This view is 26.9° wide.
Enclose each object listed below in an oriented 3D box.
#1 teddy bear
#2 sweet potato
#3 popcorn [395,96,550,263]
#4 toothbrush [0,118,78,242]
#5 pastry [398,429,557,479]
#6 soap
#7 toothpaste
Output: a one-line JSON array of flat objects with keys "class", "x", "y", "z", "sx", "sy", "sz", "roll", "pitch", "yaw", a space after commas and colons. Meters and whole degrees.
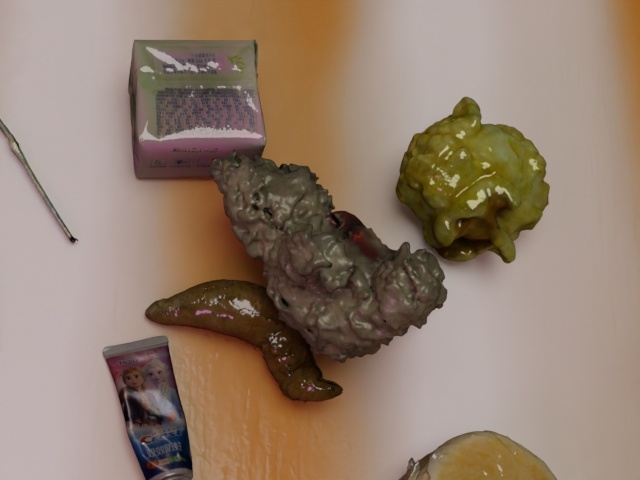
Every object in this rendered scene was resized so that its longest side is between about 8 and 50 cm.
[{"class": "teddy bear", "x": 0.000, "y": 0.000, "z": 1.908, "sx": 0.224, "sy": 0.357, "sz": 0.367, "roll": -38, "pitch": 86, "yaw": 2}, {"class": "sweet potato", "x": -0.095, "y": 0.131, "z": 1.950, "sx": 0.310, "sy": 0.098, "sz": 0.124, "roll": 30, "pitch": 71, "yaw": 3}, {"class": "popcorn", "x": 0.238, "y": -0.093, "z": 2.081, "sx": 0.256, "sy": 0.195, "sz": 0.255, "roll": 13, "pitch": 69, "yaw": -30}, {"class": "toothbrush", "x": -0.444, "y": -0.115, "z": 1.998, "sx": 0.028, "sy": 0.026, "sz": 0.294, "roll": -37, "pitch": 80, "yaw": -6}, {"class": "pastry", "x": 0.233, "y": 0.392, "z": 1.901, "sx": 0.264, "sy": 0.133, "sz": 0.265, "roll": 6, "pitch": 65, "yaw": -13}, {"class": "soap", "x": -0.190, "y": -0.198, "z": 2.037, "sx": 0.199, "sy": 0.138, "sz": 0.182, "roll": -1, "pitch": 67, "yaw": -15}, {"class": "toothpaste", "x": -0.232, "y": 0.259, "z": 1.886, "sx": 0.096, "sy": 0.061, "sz": 0.266, "roll": -10, "pitch": 64, "yaw": -17}]
